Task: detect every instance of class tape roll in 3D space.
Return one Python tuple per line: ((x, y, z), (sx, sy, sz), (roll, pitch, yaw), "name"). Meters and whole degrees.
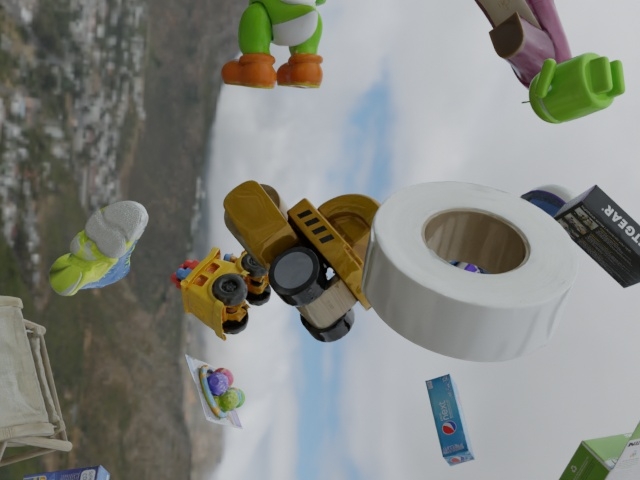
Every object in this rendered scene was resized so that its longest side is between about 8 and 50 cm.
((0.202, 0.035, 1.290), (0.286, 0.286, 0.100), (-98, -166, -51), "tape roll")

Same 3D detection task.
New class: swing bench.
((-0.560, 0.251, 1.646), (0.254, 0.165, 0.253), (104, -32, -67), "swing bench")

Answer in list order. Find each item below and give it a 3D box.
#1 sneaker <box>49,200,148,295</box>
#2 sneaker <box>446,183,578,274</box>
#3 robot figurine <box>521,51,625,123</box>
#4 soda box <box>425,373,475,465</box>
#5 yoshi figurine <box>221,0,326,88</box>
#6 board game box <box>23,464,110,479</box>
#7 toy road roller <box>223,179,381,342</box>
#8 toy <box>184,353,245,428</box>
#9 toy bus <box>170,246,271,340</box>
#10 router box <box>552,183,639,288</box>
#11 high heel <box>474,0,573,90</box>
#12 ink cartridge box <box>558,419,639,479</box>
((-0.372, 0.011, 1.667), (0.091, 0.240, 0.126), (61, 23, 14), "sneaker")
((0.377, 0.015, 1.910), (0.236, 0.130, 0.323), (-44, -170, -20), "sneaker")
((0.287, -0.172, 1.066), (0.115, 0.101, 0.067), (-17, -104, 51), "robot figurine")
((0.318, 0.440, 2.306), (0.071, 0.067, 0.210), (55, 21, -50), "soda box")
((-0.085, -0.433, 1.534), (0.203, 0.203, 0.362), (-45, 139, -74), "yoshi figurine")
((-0.397, 0.443, 1.402), (0.035, 0.136, 0.201), (64, 21, -47), "board game box")
((0.000, 0.000, 1.703), (0.329, 0.240, 0.202), (50, -4, 38), "toy road roller")
((-0.195, 0.301, 1.892), (0.237, 0.056, 0.137), (61, 5, -71), "toy")
((-0.233, 0.091, 2.185), (0.220, 0.211, 0.149), (-48, 155, -33), "toy bus")
((0.493, -0.003, 1.593), (0.046, 0.179, 0.133), (-46, 178, -15), "router box")
((0.347, -0.406, 1.614), (0.127, 0.181, 0.377), (-26, -129, 38), "high heel")
((0.652, 0.451, 2.021), (0.097, 0.189, 0.255), (45, -57, 44), "ink cartridge box")
